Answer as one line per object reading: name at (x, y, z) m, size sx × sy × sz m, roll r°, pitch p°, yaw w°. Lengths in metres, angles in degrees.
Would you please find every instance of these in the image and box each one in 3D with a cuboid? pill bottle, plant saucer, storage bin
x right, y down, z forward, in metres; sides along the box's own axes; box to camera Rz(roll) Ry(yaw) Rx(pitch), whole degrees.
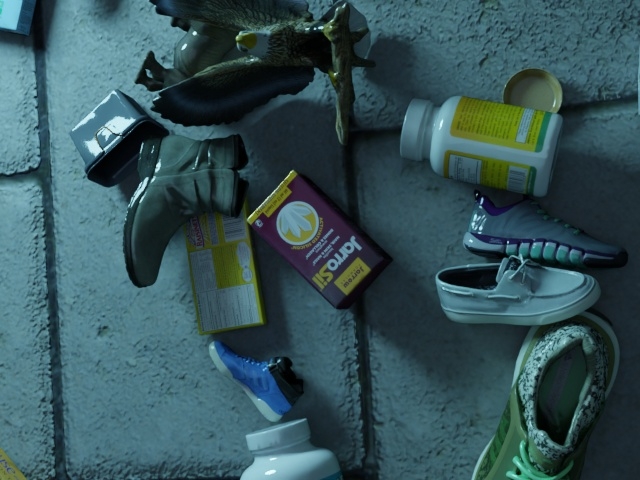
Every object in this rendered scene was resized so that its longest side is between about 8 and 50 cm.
pill bottle at (0.221, -0.136, 1.394) m, size 0.209 × 0.117 × 0.117 m, roll 12°, pitch 90°, yaw 14°
plant saucer at (0.301, -0.203, 1.430) m, size 0.084 × 0.015 × 0.083 m, roll -1°, pitch 87°, yaw 14°
pill bottle at (-0.028, 0.390, 1.414) m, size 0.146 × 0.146 × 0.264 m, roll -18°, pitch 83°, yaw 13°
storage bin at (-0.321, -0.164, 1.550) m, size 0.135 × 0.098 × 0.091 m, roll -42°, pitch 68°, yaw 9°

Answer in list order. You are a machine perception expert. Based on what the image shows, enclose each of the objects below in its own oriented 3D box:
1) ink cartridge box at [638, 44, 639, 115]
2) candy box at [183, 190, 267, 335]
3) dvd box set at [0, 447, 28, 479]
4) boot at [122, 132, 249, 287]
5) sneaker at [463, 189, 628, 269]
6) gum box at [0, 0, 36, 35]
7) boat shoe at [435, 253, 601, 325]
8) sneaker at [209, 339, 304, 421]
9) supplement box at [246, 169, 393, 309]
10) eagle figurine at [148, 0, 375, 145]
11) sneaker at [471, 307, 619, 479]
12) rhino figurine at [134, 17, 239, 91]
ink cartridge box at (0.508, -0.220, 1.354) m, size 0.151 × 0.063 × 0.109 m, roll 1°, pitch 87°, yaw 14°
candy box at (-0.147, 0.034, 1.524) m, size 0.105 × 0.027 × 0.205 m, roll -10°, pitch 84°, yaw 16°
dvd box set at (-0.609, 0.447, 1.601) m, size 0.307 × 0.062 × 0.420 m, roll -45°, pitch 78°, yaw 8°
boot at (-0.195, -0.047, 1.486) m, size 0.161 × 0.083 × 0.246 m, roll 5°, pitch 77°, yaw 12°
sneaker at (0.311, -0.017, 1.386) m, size 0.224 × 0.083 × 0.098 m, roll 8°, pitch 84°, yaw 15°
gum box at (-0.533, -0.438, 1.638) m, size 0.157 × 0.041 × 0.184 m, roll 13°, pitch 89°, yaw 15°
boat shoe at (0.258, 0.062, 1.357) m, size 0.228 × 0.079 × 0.081 m, roll -7°, pitch 125°, yaw 34°
sneaker at (-0.089, 0.186, 1.484) m, size 0.152 × 0.058 × 0.084 m, roll 47°, pitch 104°, yaw 8°
supplement box at (0.000, 0.000, 1.461) m, size 0.188 × 0.081 × 0.104 m, roll 44°, pitch 98°, yaw 12°
eagle figurine at (-0.087, -0.278, 1.431) m, size 0.298 × 0.225 × 0.226 m, roll 8°, pitch 66°, yaw 26°
sneaker at (0.284, 0.281, 1.323) m, size 0.158 × 0.182 × 0.410 m, roll 13°, pitch 91°, yaw 14°
rhino figurine at (-0.178, -0.317, 1.523) m, size 0.106 × 0.073 × 0.243 m, roll 31°, pitch 94°, yaw -10°
